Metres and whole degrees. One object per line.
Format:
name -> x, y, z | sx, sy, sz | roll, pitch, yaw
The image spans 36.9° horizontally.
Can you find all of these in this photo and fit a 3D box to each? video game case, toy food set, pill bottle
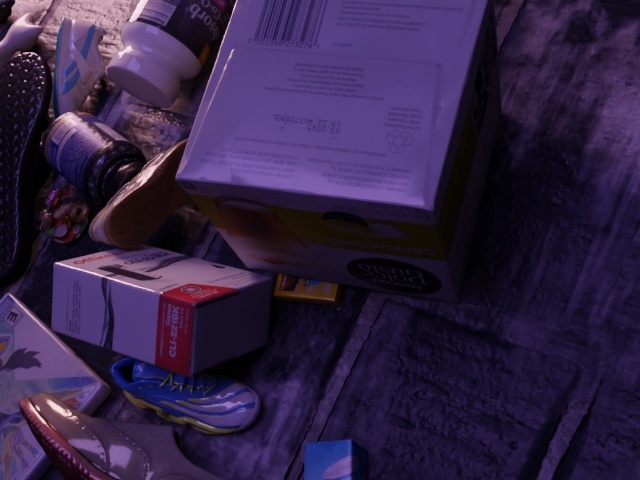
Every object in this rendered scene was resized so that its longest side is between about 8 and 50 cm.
video game case -> -0.541, 0.289, 1.588 | 0.300, 0.036, 0.329 | 34, 82, 33
toy food set -> -0.452, -0.031, 1.722 | 0.083, 0.020, 0.082 | 0, 65, 24
toy food set -> -0.473, -0.065, 1.714 | 0.122, 0.019, 0.078 | -27, 43, 41
pill bottle -> -0.382, -0.133, 1.681 | 0.219, 0.123, 0.123 | 35, 82, 34
pill bottle -> -0.262, -0.390, 1.738 | 0.162, 0.162, 0.278 | 18, 73, 30

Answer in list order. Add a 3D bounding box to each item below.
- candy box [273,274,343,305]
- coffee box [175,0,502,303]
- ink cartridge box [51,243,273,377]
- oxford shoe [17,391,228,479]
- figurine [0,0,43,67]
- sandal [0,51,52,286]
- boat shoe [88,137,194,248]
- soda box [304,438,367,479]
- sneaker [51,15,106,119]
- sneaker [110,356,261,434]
candy box -> 0.000, 0.000, 1.499 | 0.105, 0.027, 0.205 | 4, 67, 22
coffee box -> 0.051, -0.141, 1.342 | 0.338, 0.334, 0.338 | 9, 69, 17
ink cartridge box -> -0.239, 0.096, 1.442 | 0.273, 0.197, 0.114 | 12, 105, 29
oxford shoe -> -0.285, 0.324, 1.414 | 0.397, 0.140, 0.146 | 30, 59, 26
figurine -> -0.691, -0.417, 1.995 | 0.209, 0.092, 0.215 | -44, 56, -7
sandal -> -0.574, -0.130, 1.793 | 0.168, 0.107, 0.445 | 0, 77, 23
boat shoe -> -0.262, -0.091, 1.585 | 0.089, 0.104, 0.285 | 3, 34, 48
soda box -> 0.020, 0.376, 1.272 | 0.071, 0.067, 0.210 | -10, 62, 20
sneaker -> -0.460, -0.311, 1.827 | 0.087, 0.092, 0.228 | 167, 109, -67
sneaker -> -0.212, 0.223, 1.419 | 0.240, 0.126, 0.091 | 4, 67, 26
